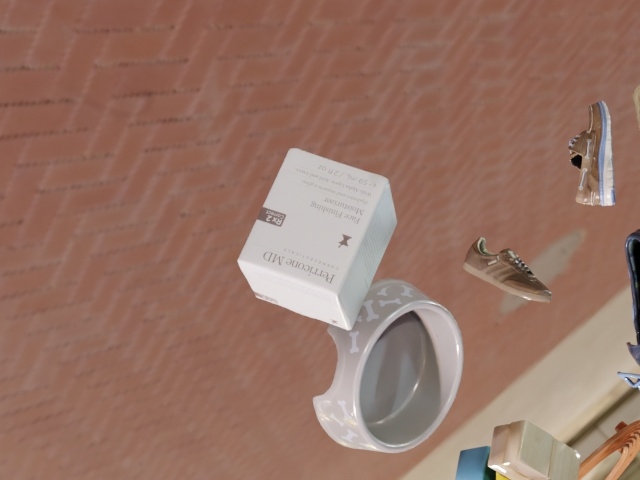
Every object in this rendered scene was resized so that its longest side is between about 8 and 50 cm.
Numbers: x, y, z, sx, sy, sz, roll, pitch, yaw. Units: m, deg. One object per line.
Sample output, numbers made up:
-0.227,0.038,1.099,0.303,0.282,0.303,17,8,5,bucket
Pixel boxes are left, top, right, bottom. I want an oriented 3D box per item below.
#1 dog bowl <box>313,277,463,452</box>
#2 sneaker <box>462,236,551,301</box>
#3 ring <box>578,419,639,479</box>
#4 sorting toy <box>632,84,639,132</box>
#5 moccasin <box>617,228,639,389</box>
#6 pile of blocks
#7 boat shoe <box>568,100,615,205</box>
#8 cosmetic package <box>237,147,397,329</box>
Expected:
0.144,0.254,2.284,0.348,0.102,0.349,-14,110,-41,dog bowl
0.352,0.054,2.173,0.066,0.188,0.071,4,108,-57,sneaker
0.442,0.427,2.009,0.336,0.032,0.337,-35,152,-22,ring
0.459,-0.115,1.339,0.196,0.348,0.047,-13,179,43,sorting toy
0.476,0.149,1.638,0.116,0.342,0.137,1,163,-31,moccasin
0.190,0.304,1.197,0.362,0.148,0.113,69,31,-55,pile of blocks
0.417,-0.138,1.804,0.066,0.183,0.066,-4,147,14,boat shoe
0.000,0.000,1.619,0.151,0.151,0.184,71,40,-65,cosmetic package
